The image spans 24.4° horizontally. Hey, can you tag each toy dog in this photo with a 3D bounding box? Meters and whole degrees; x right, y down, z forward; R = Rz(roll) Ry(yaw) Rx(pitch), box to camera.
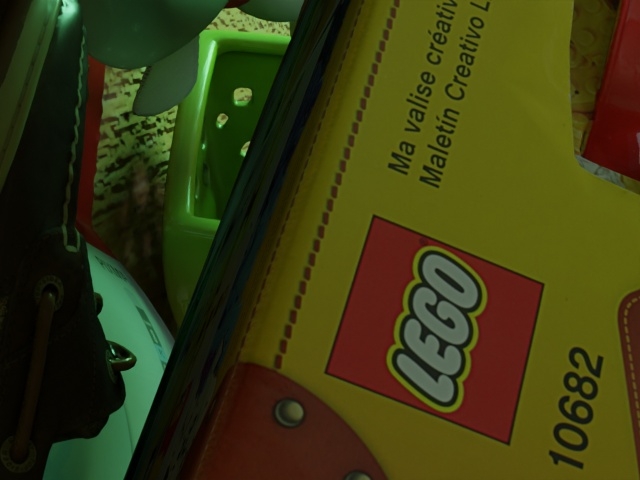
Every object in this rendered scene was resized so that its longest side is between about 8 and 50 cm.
[{"bbox_3d":[-0.077,-0.190,0.976,0.333,0.161,0.220,5,88,-60],"label":"toy dog"}]

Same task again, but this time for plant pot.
[{"bbox_3d":[0.000,0.000,1.089,0.227,0.228,0.207,-86,-175,-46],"label":"plant pot"}]

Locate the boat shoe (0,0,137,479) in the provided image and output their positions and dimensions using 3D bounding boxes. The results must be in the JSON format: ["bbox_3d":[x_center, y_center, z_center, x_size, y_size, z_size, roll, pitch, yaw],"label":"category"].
[{"bbox_3d":[-0.141,0.051,0.581,0.123,0.123,0.342,33,54,-40],"label":"boat shoe"}]

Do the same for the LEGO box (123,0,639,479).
[{"bbox_3d":[0.061,0.002,0.639,0.372,0.193,0.500,121,-11,-55],"label":"LEGO box"}]

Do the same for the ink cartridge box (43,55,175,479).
[{"bbox_3d":[-0.145,0.015,0.799,0.308,0.091,0.385,45,45,-71],"label":"ink cartridge box"}]
